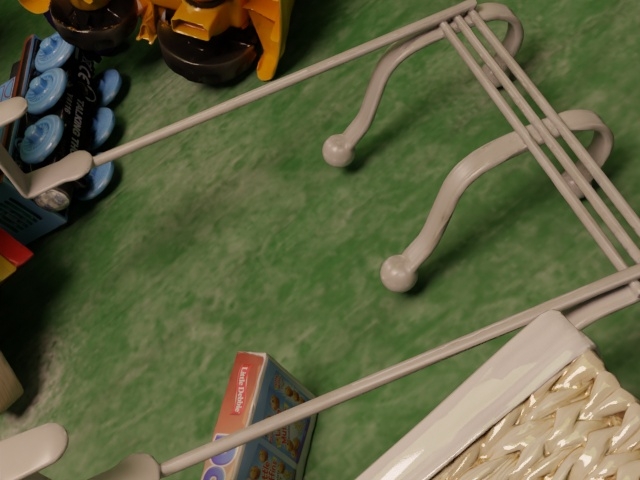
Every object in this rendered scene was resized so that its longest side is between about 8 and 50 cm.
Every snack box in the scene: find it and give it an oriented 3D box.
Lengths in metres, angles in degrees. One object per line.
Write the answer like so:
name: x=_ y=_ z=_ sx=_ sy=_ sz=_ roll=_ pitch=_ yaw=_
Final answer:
snack box: x=-0.041 y=0.149 z=0.457 sx=0.022 sy=0.064 sz=0.178 roll=-4 pitch=56 yaw=30

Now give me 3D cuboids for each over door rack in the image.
over door rack: x=0.000 y=0.000 z=0.478 sx=0.324 sy=0.108 sz=0.239 roll=-15 pitch=47 yaw=-10

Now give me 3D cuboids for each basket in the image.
basket: x=0.078 y=0.132 z=0.365 sx=0.167 sy=0.113 sz=0.103 roll=-42 pitch=49 yaw=-1

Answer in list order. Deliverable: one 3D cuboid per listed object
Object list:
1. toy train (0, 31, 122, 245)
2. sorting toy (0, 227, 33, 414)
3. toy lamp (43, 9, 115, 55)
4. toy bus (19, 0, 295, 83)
toy train: x=-0.221 y=-0.089 z=0.731 sx=0.105 sy=0.080 sz=0.184 roll=-24 pitch=49 yaw=23
sorting toy: x=-0.312 y=-0.032 z=0.637 sx=0.255 sy=0.257 sz=0.089 roll=13 pitch=43 yaw=40
toy lamp: x=-0.155 y=-0.300 z=0.839 sx=0.080 sy=0.080 sz=0.274 roll=9 pitch=63 yaw=36
toy bus: x=-0.106 y=-0.251 z=0.695 sx=0.220 sy=0.149 sz=0.211 roll=15 pitch=59 yaw=7
